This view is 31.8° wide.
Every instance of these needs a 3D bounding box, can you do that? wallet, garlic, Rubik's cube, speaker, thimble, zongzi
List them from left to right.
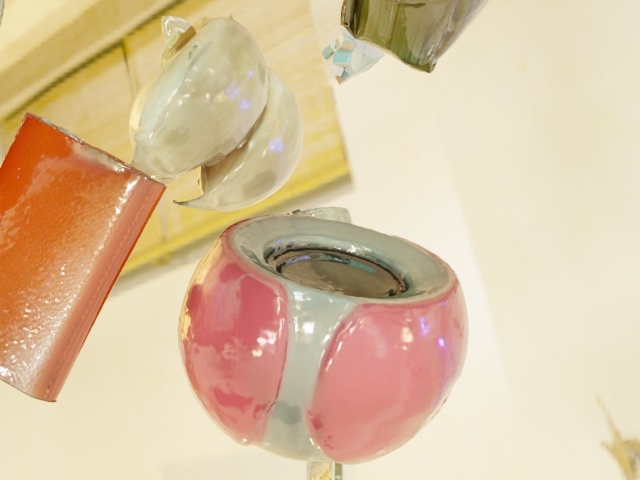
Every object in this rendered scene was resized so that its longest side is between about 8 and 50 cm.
[{"bbox_3d":[-0.230,0.012,0.927,0.142,0.204,0.045,28,-177,16],"label":"wallet"},{"bbox_3d":[-0.155,-0.186,1.635,0.249,0.313,0.286,-5,128,2],"label":"garlic"},{"bbox_3d":[0.000,0.000,1.651,0.102,0.090,0.115,-5,170,-33],"label":"thimble"},{"bbox_3d":[0.011,0.094,1.148,0.294,0.294,0.294,-12,167,-3],"label":"speaker"},{"bbox_3d":[0.042,-0.285,1.698,0.084,0.073,0.075,-29,180,-41],"label":"Rubik's cube"},{"bbox_3d":[0.144,-0.319,1.008,0.289,0.123,0.260,-47,162,-30],"label":"zongzi"}]

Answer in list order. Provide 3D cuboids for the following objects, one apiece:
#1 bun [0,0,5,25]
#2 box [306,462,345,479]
[{"bbox_3d":[-0.438,-0.264,1.119,0.273,0.272,0.168,-23,171,36],"label":"bun"},{"bbox_3d":[0.008,0.409,1.875,0.029,0.198,0.109,10,155,-22],"label":"box"}]
